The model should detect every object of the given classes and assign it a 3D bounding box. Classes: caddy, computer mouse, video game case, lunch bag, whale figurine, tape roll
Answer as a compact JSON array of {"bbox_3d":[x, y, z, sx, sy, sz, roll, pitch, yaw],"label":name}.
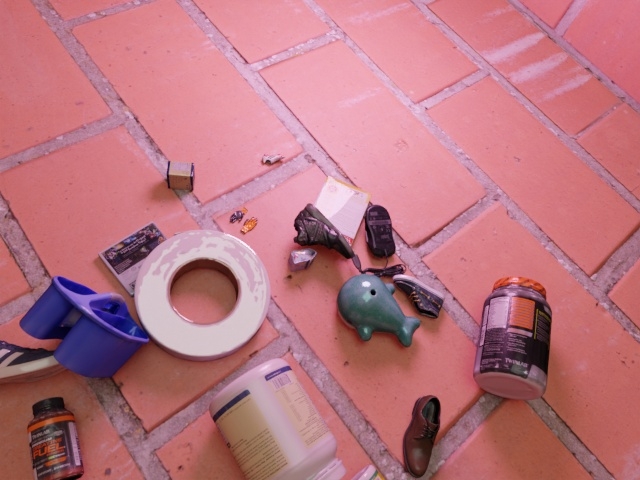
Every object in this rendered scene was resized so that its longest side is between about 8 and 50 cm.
[{"bbox_3d":[-0.568,0.205,1.263,0.241,0.341,0.179,37,78,8],"label":"caddy"},{"bbox_3d":[0.169,0.013,1.690,0.184,0.060,0.262,-10,76,-23],"label":"computer mouse"},{"bbox_3d":[-0.540,0.053,1.523,0.190,0.022,0.173,-37,75,-27],"label":"video game case"},{"bbox_3d":[-0.055,0.062,1.600,0.083,0.071,0.053,-12,67,-20],"label":"lunch bag"},{"bbox_3d":[0.183,0.210,1.533,0.272,0.141,0.216,32,59,5],"label":"whale figurine"},{"bbox_3d":[-0.341,0.154,1.470,0.391,0.072,0.392,6,63,-12],"label":"tape roll"}]

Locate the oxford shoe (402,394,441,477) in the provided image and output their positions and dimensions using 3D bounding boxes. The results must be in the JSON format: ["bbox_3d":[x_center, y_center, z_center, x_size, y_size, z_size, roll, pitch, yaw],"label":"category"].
[{"bbox_3d":[0.287,0.540,1.403,0.082,0.096,0.227,19,61,-5],"label":"oxford shoe"}]

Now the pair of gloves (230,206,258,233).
[{"bbox_3d":[-0.253,-0.068,1.662,0.083,0.010,0.074,40,61,11],"label":"pair of gloves"}]

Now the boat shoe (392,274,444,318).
[{"bbox_3d":[0.311,0.181,1.622,0.183,0.065,0.083,25,58,0],"label":"boat shoe"}]

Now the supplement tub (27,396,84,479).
[{"bbox_3d":[-0.642,0.485,1.211,0.106,0.106,0.198,-15,66,-20],"label":"supplement tub"}]

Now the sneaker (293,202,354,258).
[{"bbox_3d":[0.000,0.000,1.605,0.227,0.087,0.130,44,84,7],"label":"sneaker"}]

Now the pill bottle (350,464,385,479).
[{"bbox_3d":[0.157,0.692,1.274,0.117,0.118,0.208,-36,74,-27],"label":"pill bottle"}]

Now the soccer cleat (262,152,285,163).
[{"bbox_3d":[-0.167,-0.290,1.796,0.083,0.029,0.036,-2,71,-11],"label":"soccer cleat"}]

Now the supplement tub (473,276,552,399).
[{"bbox_3d":[0.595,0.294,1.544,0.207,0.207,0.338,22,59,-1],"label":"supplement tub"}]

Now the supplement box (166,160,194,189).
[{"bbox_3d":[-0.458,-0.213,1.651,0.083,0.083,0.056,4,61,-10],"label":"supplement box"}]

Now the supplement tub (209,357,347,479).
[{"bbox_3d":[-0.106,0.490,1.256,0.235,0.235,0.325,-27,71,-25],"label":"supplement tub"}]

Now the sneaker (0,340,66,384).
[{"bbox_3d":[-0.802,0.288,1.266,0.349,0.131,0.148,-10,69,-18],"label":"sneaker"}]

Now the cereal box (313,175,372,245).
[{"bbox_3d":[0.059,-0.094,1.726,0.172,0.047,0.240,24,61,2],"label":"cereal box"}]
